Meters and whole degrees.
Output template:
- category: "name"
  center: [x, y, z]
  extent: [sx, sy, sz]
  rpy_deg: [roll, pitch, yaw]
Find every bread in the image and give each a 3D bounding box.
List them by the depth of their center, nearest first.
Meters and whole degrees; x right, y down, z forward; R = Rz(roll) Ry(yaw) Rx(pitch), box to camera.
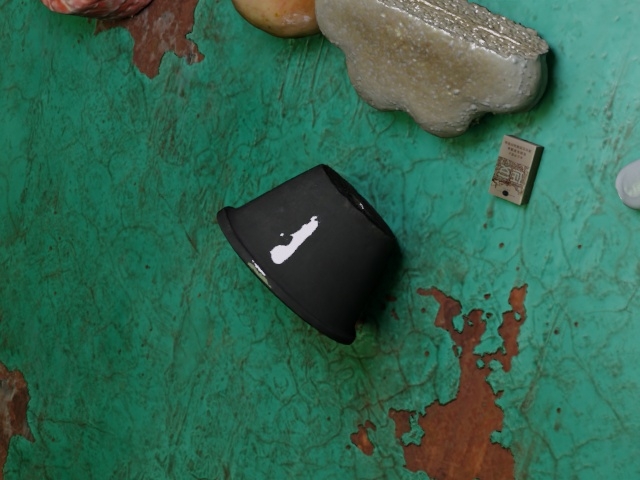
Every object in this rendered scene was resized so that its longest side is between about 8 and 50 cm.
- category: "bread"
  center: [0.137, -0.242, 1.765]
  extent: [0.337, 0.102, 0.183]
  rpy_deg: [27, 125, 19]

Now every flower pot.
- category: "flower pot"
  center: [0.000, 0.000, 1.864]
  extent: [0.166, 0.269, 0.269]
  rpy_deg: [-47, 64, 7]

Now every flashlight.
- category: "flashlight"
  center: [0.444, -0.099, 1.598]
  extent: [0.200, 0.047, 0.093]
  rpy_deg: [-32, 75, 35]

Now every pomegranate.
- category: "pomegranate"
  center: [-0.048, -0.381, 1.882]
  extent: [0.191, 0.191, 0.191]
  rpy_deg: [4, 96, 38]

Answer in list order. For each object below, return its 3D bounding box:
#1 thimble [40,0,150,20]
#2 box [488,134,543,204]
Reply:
- category: "thimble"
  center: [-0.371, -0.483, 2.141]
  extent: [0.239, 0.162, 0.239]
  rpy_deg: [5, 98, 38]
- category: "box"
  center: [0.261, -0.095, 1.759]
  extent: [0.053, 0.024, 0.083]
  rpy_deg: [23, 107, 35]
